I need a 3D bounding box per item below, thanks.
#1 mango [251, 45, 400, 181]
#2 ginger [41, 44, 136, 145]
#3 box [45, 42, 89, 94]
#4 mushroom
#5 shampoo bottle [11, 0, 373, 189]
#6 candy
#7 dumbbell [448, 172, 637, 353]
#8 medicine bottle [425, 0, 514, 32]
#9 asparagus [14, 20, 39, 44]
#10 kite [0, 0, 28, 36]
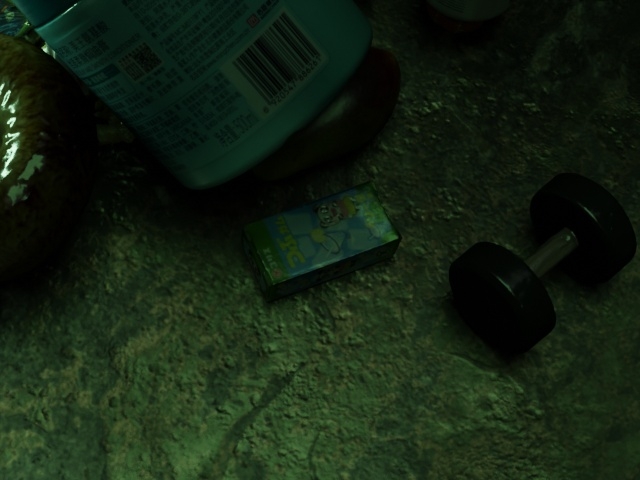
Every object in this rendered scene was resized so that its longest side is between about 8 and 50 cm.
[{"bbox_3d":[0.011,-0.175,1.810,0.267,0.111,0.133,-38,85,-16],"label":"mango"},{"bbox_3d":[-0.311,-0.197,1.817,0.176,0.052,0.193,3,51,-17],"label":"ginger"},{"bbox_3d":[-0.347,-0.267,1.775,0.043,0.089,0.125,-9,56,-15],"label":"box"},{"bbox_3d":[-0.461,-0.133,1.621,0.334,0.356,0.331,-7,45,23],"label":"mushroom"},{"bbox_3d":[-0.156,-0.287,1.639,0.343,0.331,0.331,49,65,-18],"label":"shampoo bottle"},{"bbox_3d":[0.000,0.000,1.750,0.194,0.062,0.097,-20,69,-15],"label":"candy"},{"bbox_3d":[0.291,0.029,1.718,0.218,0.152,0.152,-38,74,-21],"label":"dumbbell"},{"bbox_3d":[0.222,-0.414,1.848,0.157,0.289,0.157,3,64,-6],"label":"medicine bottle"},{"bbox_3d":[-0.404,-0.317,1.875,0.036,0.030,0.165,19,64,14],"label":"asparagus"},{"bbox_3d":[-0.510,-0.330,1.878,0.233,0.016,0.321,-15,67,-13],"label":"kite"}]
